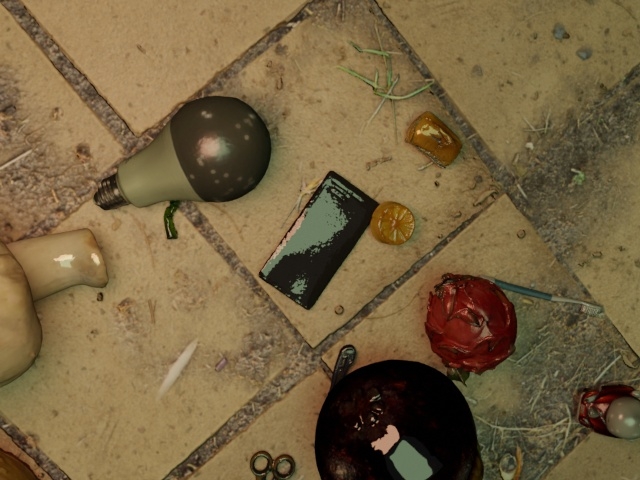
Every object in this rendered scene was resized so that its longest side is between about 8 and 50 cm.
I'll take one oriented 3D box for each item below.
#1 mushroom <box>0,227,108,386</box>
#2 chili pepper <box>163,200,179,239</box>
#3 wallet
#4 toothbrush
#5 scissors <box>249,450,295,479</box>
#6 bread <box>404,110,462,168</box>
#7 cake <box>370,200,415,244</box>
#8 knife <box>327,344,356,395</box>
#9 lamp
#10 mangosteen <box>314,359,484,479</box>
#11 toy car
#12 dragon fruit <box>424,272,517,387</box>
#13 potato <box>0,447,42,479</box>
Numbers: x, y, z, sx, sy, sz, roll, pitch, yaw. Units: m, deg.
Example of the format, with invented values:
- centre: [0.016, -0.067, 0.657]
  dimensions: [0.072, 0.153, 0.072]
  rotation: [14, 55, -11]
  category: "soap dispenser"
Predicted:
- centre: [-0.532, 0.099, 1.041]
  dimensions: [0.356, 0.315, 0.315]
  rotation: [13, 92, -11]
  category: "mushroom"
- centre: [-0.268, -0.043, 1.212]
  dimensions: [0.027, 0.022, 0.083]
  rotation: [8, 94, 23]
  category: "chili pepper"
- centre: [0.000, 0.000, 1.259]
  dimensions: [0.124, 0.025, 0.244]
  rotation: [36, 86, -14]
  category: "wallet"
- centre: [0.441, 0.112, 1.349]
  dimensions: [0.275, 0.019, 0.025]
  rotation: [14, 99, -11]
  category: "toothbrush"
- centre: [-0.110, 0.511, 1.283]
  dimensions: [0.088, 0.017, 0.220]
  rotation: [13, 93, -11]
  category: "scissors"
- centre: [0.215, -0.191, 1.269]
  dimensions: [0.106, 0.053, 0.072]
  rotation: [37, 91, -16]
  category: "bread"
- centre: [0.136, -0.031, 1.267]
  dimensions: [0.084, 0.044, 0.084]
  rotation: [-3, 99, -20]
  category: "cake"
- centre: [0.039, 0.257, 1.289]
  dimensions: [0.031, 0.018, 0.121]
  rotation: [17, 93, -9]
  category: "knife"
- centre: [-0.233, -0.139, 1.163]
  dimensions: [0.313, 0.182, 0.182]
  rotation: [-14, 98, 24]
  category: "lamp"
- centre: [0.138, 0.357, 1.197]
  dimensions: [0.296, 0.313, 0.297]
  rotation: [-6, 73, 22]
  category: "mangosteen"
- centre: [0.597, 0.351, 1.347]
  dimensions: [0.139, 0.112, 0.112]
  rotation: [7, 93, -11]
  category: "toy car"
- centre: [0.279, 0.158, 1.248]
  dimensions: [0.172, 0.172, 0.210]
  rotation: [-12, 111, -9]
  category: "dragon fruit"
- centre: [-0.671, 0.510, 1.038]
  dimensions: [0.442, 0.319, 0.385]
  rotation: [-22, 99, -10]
  category: "potato"
